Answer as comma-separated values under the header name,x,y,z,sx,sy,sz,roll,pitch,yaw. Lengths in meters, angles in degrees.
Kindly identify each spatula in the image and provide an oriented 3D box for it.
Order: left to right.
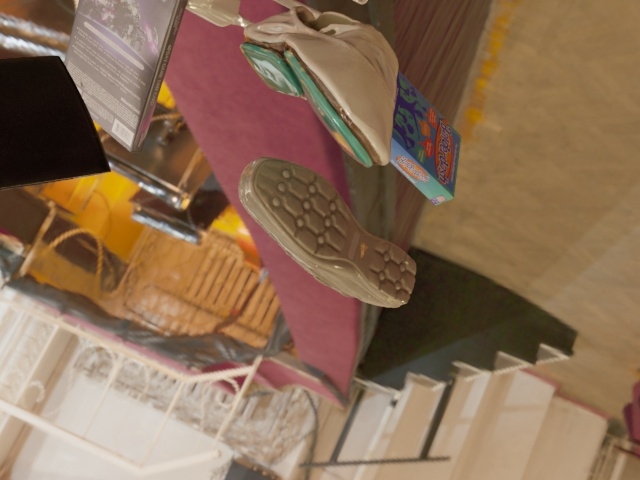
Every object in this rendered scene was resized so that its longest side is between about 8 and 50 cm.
name,x,y,z,sx,sy,sz,roll,pitch,yaw
spatula,-0.064,-0.353,1.142,0.242,0.019,0.168,18,129,-34

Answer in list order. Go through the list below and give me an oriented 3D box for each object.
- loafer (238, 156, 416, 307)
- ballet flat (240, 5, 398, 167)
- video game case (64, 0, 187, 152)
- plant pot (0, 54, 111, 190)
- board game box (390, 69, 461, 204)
name,x,y,z,sx,sy,sz,roll,pitch,yaw
loafer,0.000,0.000,1.029,0.111,0.112,0.319,-3,147,44
ballet flat,0.013,-0.214,0.939,0.139,0.139,0.400,34,-172,-32
video game case,-0.304,-0.299,1.186,0.196,0.274,0.026,39,-149,22
plant pot,-0.415,-0.154,1.058,0.187,0.166,0.188,-14,-171,-32
board game box,0.174,-0.188,1.429,0.047,0.160,0.210,-21,133,39
